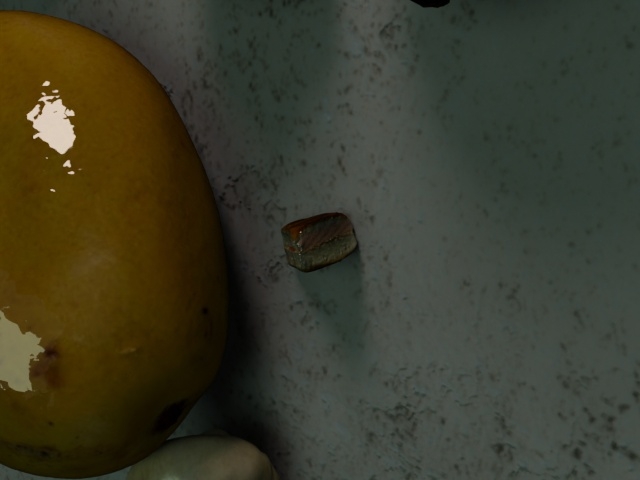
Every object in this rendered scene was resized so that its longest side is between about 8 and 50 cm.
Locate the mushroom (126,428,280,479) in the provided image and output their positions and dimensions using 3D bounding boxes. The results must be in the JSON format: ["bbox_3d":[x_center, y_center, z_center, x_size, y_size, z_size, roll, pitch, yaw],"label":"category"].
[{"bbox_3d":[-0.110,0.236,1.044,0.154,0.122,0.154,2,133,2],"label":"mushroom"}]

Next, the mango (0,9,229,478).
[{"bbox_3d":[-0.245,-0.007,1.004,0.300,0.232,0.445,-19,76,7],"label":"mango"}]

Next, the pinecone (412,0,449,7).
[{"bbox_3d":[0.082,-0.286,0.720,0.224,0.224,0.272,53,138,16],"label":"pinecone"}]

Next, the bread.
[{"bbox_3d":[0.000,0.000,0.949,0.062,0.109,0.043,-17,94,-4],"label":"bread"}]
